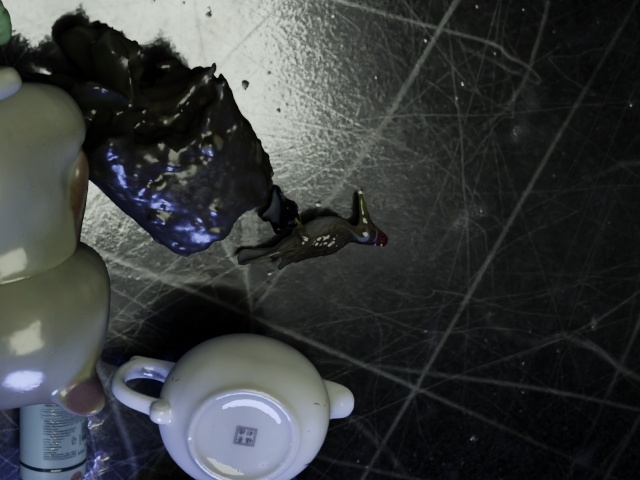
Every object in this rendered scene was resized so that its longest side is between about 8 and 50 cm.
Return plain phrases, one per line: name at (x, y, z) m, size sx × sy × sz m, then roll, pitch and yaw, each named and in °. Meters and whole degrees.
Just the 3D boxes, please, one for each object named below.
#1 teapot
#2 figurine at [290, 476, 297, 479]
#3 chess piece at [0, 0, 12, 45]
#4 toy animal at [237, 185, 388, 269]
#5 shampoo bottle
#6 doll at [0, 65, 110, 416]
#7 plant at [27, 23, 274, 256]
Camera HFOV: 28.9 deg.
teapot at (-0.112, 0.202, 1.543) m, size 0.300 × 0.166 × 0.208 m, roll 17°, pitch 123°, yaw 2°
figurine at (-0.125, 0.393, 1.657) m, size 0.262 × 0.121 × 0.164 m, roll -18°, pitch 92°, yaw 9°
chess piece at (-0.413, -0.303, 1.329) m, size 0.176 × 0.176 × 0.298 m, roll 2°, pitch 119°, yaw -20°
toy animal at (-0.003, -0.009, 1.607) m, size 0.202 × 0.070 × 0.105 m, roll 0°, pitch 117°, yaw -25°
shampoo bottle at (-0.328, 0.169, 1.526) m, size 0.085 × 0.085 × 0.262 m, roll -2°, pitch 106°, yaw -19°
doll at (-0.332, -0.006, 1.280) m, size 0.215 × 0.226 × 0.370 m, roll -8°, pitch 111°, yaw 5°
plant at (-0.192, -0.128, 1.430) m, size 0.188 × 0.199 × 0.276 m, roll -48°, pitch 119°, yaw -7°
